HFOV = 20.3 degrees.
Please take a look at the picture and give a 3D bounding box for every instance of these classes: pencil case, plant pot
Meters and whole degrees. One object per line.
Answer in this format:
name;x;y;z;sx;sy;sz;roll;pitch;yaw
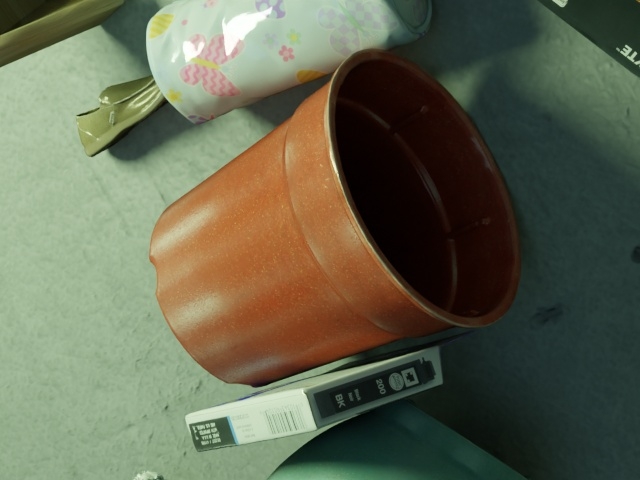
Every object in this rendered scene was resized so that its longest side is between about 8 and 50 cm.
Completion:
pencil case;-0.032;-0.207;1.694;0.273;0.113;0.124;-20;95;25
plant pot;0.000;0.000;1.670;0.265;0.272;0.272;-27;93;33
plant pot;0.087;0.270;1.704;0.293;0.293;0.196;33;86;11

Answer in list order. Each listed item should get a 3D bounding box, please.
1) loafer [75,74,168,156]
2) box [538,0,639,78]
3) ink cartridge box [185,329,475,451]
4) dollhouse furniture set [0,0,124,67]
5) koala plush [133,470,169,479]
loafer;-0.196;-0.139;1.807;0.148;0.056;0.050;-36;96;25
box;0.292;-0.242;1.562;0.220;0.051;0.175;38;126;0
ink cartridge box;0.013;0.142;1.665;0.206;0.208;0.045;-20;87;54
dollhouse furniture set;-0.248;-0.352;1.620;0.394;0.362;0.256;-29;91;53
koala plush;-0.158;0.367;1.866;0.196;0.203;0.221;33;101;10
